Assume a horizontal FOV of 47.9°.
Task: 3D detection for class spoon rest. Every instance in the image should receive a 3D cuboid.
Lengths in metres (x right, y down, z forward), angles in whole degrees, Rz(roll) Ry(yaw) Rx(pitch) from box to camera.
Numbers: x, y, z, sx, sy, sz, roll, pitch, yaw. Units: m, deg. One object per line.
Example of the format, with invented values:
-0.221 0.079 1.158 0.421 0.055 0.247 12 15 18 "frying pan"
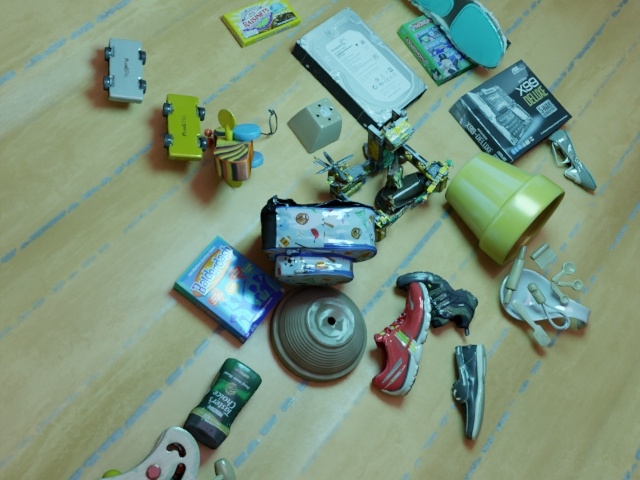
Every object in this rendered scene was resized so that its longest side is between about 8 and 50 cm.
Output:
0.604 0.166 1.917 0.276 0.084 0.137 19 79 -13 "spoon rest"

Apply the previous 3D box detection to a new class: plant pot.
0.010 0.203 1.678 0.237 0.110 0.237 8 64 -18 "plant pot"
0.474 -0.101 1.919 0.239 0.254 0.254 41 59 20 "plant pot"
-0.005 -0.314 1.908 0.109 0.096 0.109 -31 80 -28 "plant pot"

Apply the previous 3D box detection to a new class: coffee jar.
-0.211 0.351 1.548 0.096 0.079 0.184 34 61 -3 "coffee jar"

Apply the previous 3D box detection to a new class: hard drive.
0.115 -0.486 2.048 0.339 0.064 0.237 47 60 5 "hard drive"

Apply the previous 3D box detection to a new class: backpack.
0.000 0.000 1.656 0.263 0.276 0.213 -8 87 -2 "backpack"

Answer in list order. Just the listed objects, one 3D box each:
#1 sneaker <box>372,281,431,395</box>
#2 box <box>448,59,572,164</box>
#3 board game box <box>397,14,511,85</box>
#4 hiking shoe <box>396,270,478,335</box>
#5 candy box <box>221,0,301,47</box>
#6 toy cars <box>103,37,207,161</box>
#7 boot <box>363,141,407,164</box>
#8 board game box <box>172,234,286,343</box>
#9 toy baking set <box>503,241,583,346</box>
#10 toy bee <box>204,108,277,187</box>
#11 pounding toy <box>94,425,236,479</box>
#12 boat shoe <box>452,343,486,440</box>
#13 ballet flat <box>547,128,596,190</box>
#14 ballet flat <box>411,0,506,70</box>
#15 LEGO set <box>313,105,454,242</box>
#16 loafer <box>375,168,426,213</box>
0.189 0.226 1.716 0.118 0.107 0.279 15 77 -2 "sneaker"
0.571 -0.379 2.157 0.307 0.076 0.242 -33 81 -28 "box"
0.417 -0.625 2.228 0.317 0.046 0.213 -31 79 -28 "board game box"
0.291 0.158 1.812 0.227 0.086 0.114 22 60 -9 "hiking shoe"
-0.164 -0.621 2.026 0.206 0.027 0.105 -31 77 -29 "candy box"
-0.414 -0.334 1.779 0.394 0.087 0.176 45 55 7 "toy cars"
0.177 -0.245 1.978 0.118 0.042 0.087 -12 64 -31 "boot"
-0.209 0.112 1.673 0.210 0.047 0.160 38 60 0 "board game box"
0.576 0.134 1.874 0.197 0.030 0.256 24 82 1 "toy baking set"
-0.218 -0.227 1.777 0.162 0.298 0.195 2 101 10 "toy bee"
-0.309 0.453 1.423 0.270 0.155 0.154 -12 76 -24 "pounding toy"
0.363 0.370 1.764 0.079 0.084 0.233 -2 71 20 "boat shoe"
0.750 -0.230 2.166 0.068 0.072 0.213 -29 90 1 "ballet flat"
0.414 -0.687 2.159 0.409 0.147 0.147 46 60 5 "ballet flat"
0.167 -0.175 1.803 0.331 0.192 0.255 -31 66 -13 "LEGO set"
0.239 -0.147 1.932 0.220 0.078 0.080 -32 81 -29 "loafer"
